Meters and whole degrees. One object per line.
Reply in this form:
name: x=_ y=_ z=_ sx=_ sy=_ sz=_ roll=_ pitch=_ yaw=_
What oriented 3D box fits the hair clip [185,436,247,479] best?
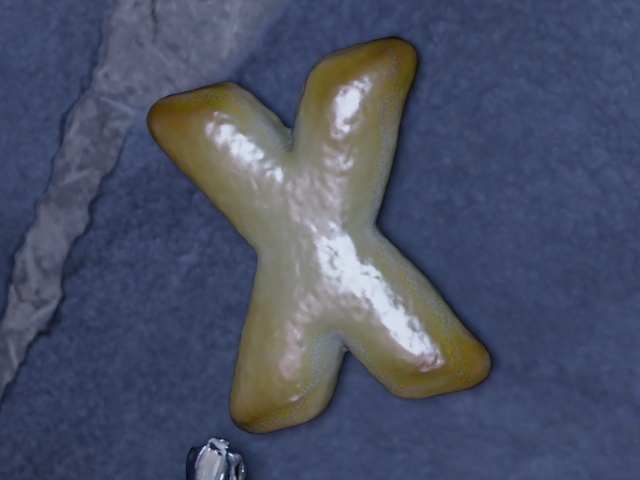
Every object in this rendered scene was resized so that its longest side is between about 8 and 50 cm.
hair clip: x=-0.085 y=0.257 z=0.923 sx=0.106 sy=0.084 sz=0.292 roll=12 pitch=95 yaw=16

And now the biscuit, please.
biscuit: x=-0.001 y=0.000 z=0.883 sx=0.164 sy=0.047 sz=0.208 roll=-14 pitch=94 yaw=13
